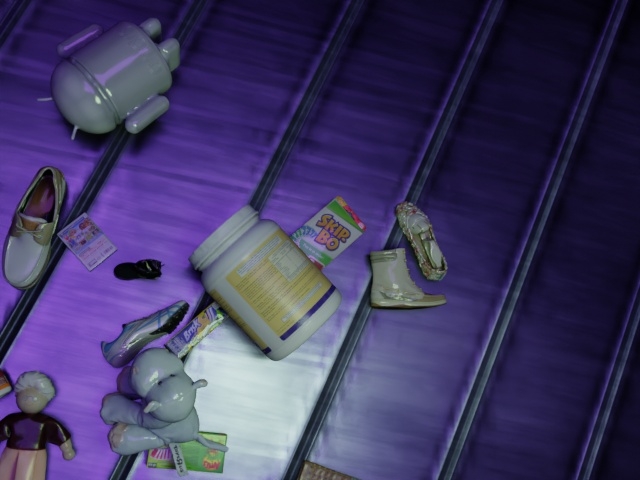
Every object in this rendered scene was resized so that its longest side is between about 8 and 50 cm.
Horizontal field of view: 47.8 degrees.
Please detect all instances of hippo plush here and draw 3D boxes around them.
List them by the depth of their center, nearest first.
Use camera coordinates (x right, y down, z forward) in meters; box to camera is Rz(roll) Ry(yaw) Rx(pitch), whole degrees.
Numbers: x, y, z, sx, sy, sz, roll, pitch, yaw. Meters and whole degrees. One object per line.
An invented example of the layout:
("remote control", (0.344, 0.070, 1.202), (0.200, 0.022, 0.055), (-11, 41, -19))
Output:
("hippo plush", (-0.373, 0.374, 1.615), (0.234, 0.236, 0.294), (-26, 68, -22))

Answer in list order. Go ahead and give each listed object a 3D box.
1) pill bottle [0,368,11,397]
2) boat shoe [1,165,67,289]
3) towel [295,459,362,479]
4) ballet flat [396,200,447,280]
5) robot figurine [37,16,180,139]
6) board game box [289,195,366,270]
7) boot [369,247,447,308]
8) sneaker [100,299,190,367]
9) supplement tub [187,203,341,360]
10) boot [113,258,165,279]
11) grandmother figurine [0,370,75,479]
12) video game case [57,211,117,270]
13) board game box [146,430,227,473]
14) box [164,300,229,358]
("pill bottle", (-0.777, 0.298, 1.639), (0.086, 0.086, 0.152), (-32, 88, -18))
("boat shoe", (-0.687, -0.036, 1.716), (0.113, 0.103, 0.302), (13, 77, -12))
("towel", (0.016, 0.764, 1.782), (0.271, 0.040, 0.370), (23, 74, -9))
("ballet flat", (0.287, -0.005, 1.976), (0.091, 0.077, 0.241), (-26, 86, -17))
("robot figurine", (-0.512, -0.401, 1.780), (0.353, 0.200, 0.300), (-42, 82, -18))
("board game box", (0.000, 0.000, 1.926), (0.259, 0.039, 0.124), (-41, 92, -20))
("boot", (0.235, 0.102, 1.944), (0.213, 0.077, 0.165), (1, 78, -11))
("sneaker", (-0.424, 0.211, 1.752), (0.237, 0.085, 0.086), (-36, 71, -23))
("supplement tub", (-0.137, 0.100, 1.762), (0.241, 0.241, 0.331), (-43, 92, -18))
("boot", (-0.443, 0.070, 1.761), (0.121, 0.099, 0.045), (5, 77, -14))
("grandmother figurine", (-0.662, 0.468, 1.632), (0.207, 0.104, 0.342), (8, 80, -27))
("video game case", (-0.577, 0.003, 1.786), (0.087, 0.011, 0.122), (-42, 92, -17))
("board game box", (-0.321, 0.505, 1.740), (0.181, 0.043, 0.092), (9, 78, -12))
("box", (-0.306, 0.221, 1.789), (0.169, 0.059, 0.054), (-41, 92, -18))
